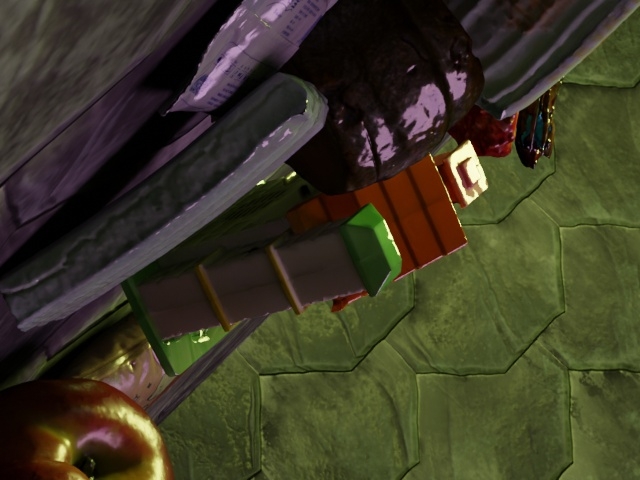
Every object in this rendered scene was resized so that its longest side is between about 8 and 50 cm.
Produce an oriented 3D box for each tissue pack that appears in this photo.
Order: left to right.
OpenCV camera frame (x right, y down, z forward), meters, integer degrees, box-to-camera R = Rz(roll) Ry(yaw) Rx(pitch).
[{"bbox_3d":[-0.039,-0.119,0.913,0.122,0.026,0.193,-46,176,6],"label":"tissue pack"},{"bbox_3d":[0.252,-0.294,1.177,0.388,0.162,0.287,-43,176,-44],"label":"tissue pack"}]

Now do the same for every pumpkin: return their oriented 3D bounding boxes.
[{"bbox_3d":[0.031,-0.101,1.120,0.131,0.126,0.248,-43,176,-11],"label":"pumpkin"}]

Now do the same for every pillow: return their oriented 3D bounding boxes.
[{"bbox_3d":[-0.192,0.130,1.470,0.236,0.084,0.223,-38,173,-39],"label":"pillow"}]

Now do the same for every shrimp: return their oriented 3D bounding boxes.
[{"bbox_3d":[0.263,-0.225,1.832,0.222,0.054,0.290,121,-24,-85],"label":"shrimp"}]

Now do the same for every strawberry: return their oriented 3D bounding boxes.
[{"bbox_3d":[0.182,-0.213,1.751,0.236,0.111,0.190,98,-2,-46],"label":"strawberry"}]

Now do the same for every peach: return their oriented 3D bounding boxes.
[{"bbox_3d":[-0.231,0.223,1.203,0.243,0.199,0.243,-35,173,-5],"label":"peach"}]

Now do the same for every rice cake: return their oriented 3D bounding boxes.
[{"bbox_3d":[-0.095,-0.025,0.959,0.237,0.043,0.127,-36,178,3],"label":"rice cake"}]

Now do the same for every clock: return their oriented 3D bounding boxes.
[{"bbox_3d":[0.000,0.000,1.242,0.255,0.106,0.220,-14,-164,37],"label":"clock"}]
